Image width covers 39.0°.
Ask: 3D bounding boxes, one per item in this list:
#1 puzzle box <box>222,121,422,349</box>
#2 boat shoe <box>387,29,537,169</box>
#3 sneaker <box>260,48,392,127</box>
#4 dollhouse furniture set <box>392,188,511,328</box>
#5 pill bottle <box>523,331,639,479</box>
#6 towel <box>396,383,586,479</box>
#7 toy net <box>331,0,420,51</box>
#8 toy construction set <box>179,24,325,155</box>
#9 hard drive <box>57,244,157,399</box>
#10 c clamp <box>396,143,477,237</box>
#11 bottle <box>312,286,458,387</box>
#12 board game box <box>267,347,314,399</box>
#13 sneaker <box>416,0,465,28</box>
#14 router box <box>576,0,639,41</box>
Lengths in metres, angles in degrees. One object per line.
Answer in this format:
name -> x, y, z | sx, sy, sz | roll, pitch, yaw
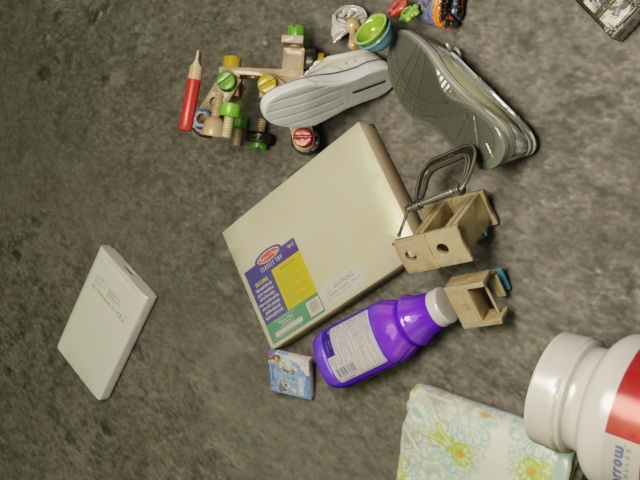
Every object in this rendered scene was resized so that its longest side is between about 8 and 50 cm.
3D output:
puzzle box -> 0.000, 0.000, 1.711 | 0.409, 0.052, 0.272 | -36, 70, 34
boat shoe -> 0.226, -0.240, 1.504 | 0.320, 0.103, 0.118 | 49, 136, 33
sneaker -> 0.004, -0.272, 1.598 | 0.091, 0.258, 0.094 | 53, 151, 40
dollhouse furniture set -> 0.232, 0.036, 1.504 | 0.129, 0.129, 0.184 | -14, 113, 39
pill bottle -> 0.496, 0.259, 1.209 | 0.407, 0.229, 0.229 | 16, 101, 38
towel -> 0.261, 0.458, 1.492 | 0.320, 0.090, 0.374 | 13, 99, 37
toy net -> 0.078, -0.393, 1.594 | 0.122, 0.045, 0.232 | -52, 33, 0
toy construction set -> -0.127, -0.295, 1.662 | 0.257, 0.309, 0.237 | 12, 94, 30
hard drive -> -0.509, 0.193, 2.132 | 0.203, 0.040, 0.307 | 42, 116, 30
c clamp -> 0.191, -0.084, 1.444 | 0.160, 0.022, 0.137 | -28, 39, 49
bottle -> 0.114, 0.166, 1.598 | 0.283, 0.092, 0.118 | -32, 72, 35
board game box -> -0.057, 0.260, 1.754 | 0.090, 0.020, 0.090 | 8, 118, 24
sneaker -> 0.197, -0.470, 1.523 | 0.087, 0.083, 0.221 | 13, 96, 46
router box -> 0.459, -0.406, 1.332 | 0.179, 0.046, 0.133 | -48, 63, 29
